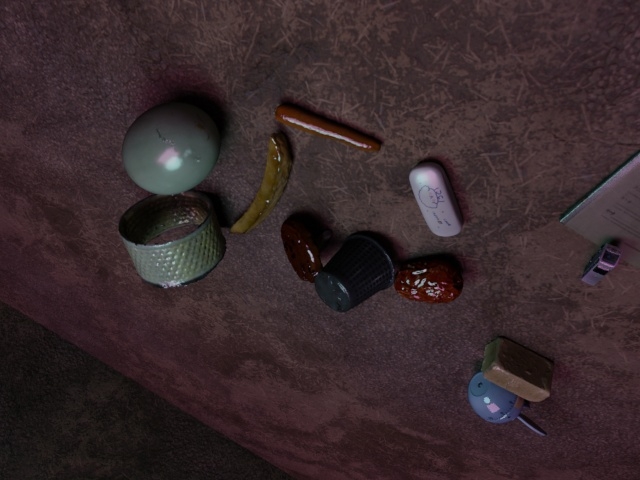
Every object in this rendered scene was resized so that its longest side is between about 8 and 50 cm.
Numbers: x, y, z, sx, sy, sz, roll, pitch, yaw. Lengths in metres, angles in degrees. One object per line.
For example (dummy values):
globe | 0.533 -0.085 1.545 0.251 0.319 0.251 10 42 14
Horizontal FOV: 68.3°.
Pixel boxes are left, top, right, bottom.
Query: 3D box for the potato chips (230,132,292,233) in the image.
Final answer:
potato chips | -0.149 -0.118 1.225 0.080 0.057 0.407 41 140 4

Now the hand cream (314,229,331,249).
hand cream | 0.000 0.000 1.298 0.035 0.022 0.102 34 145 -8

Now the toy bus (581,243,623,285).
toy bus | 0.583 0.052 0.982 0.036 0.052 0.131 27 166 21

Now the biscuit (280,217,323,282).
biscuit | -0.050 0.027 1.276 0.192 0.049 0.192 43 147 38

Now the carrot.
carrot | 0.014 -0.240 1.021 0.247 0.043 0.043 22 139 5

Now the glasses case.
glasses case | 0.257 -0.087 1.042 0.076 0.049 0.197 -6 130 33

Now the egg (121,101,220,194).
egg | -0.355 -0.215 1.122 0.282 0.203 0.203 -17 123 44

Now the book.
book | 0.630 -0.071 0.877 0.214 0.025 0.283 31 139 -2

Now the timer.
timer | 0.561 0.461 1.388 0.255 0.175 0.175 12 140 -8

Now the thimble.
thimble | -0.407 -0.013 1.316 0.270 0.271 0.150 10 134 20

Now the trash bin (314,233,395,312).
trash bin | 0.078 0.094 1.204 0.175 0.161 0.176 28 136 30

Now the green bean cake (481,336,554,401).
green bean cake | 0.544 0.357 1.305 0.179 0.109 0.085 26 139 0

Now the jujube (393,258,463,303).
jujube | 0.271 0.103 1.198 0.176 0.109 0.113 -5 95 42
